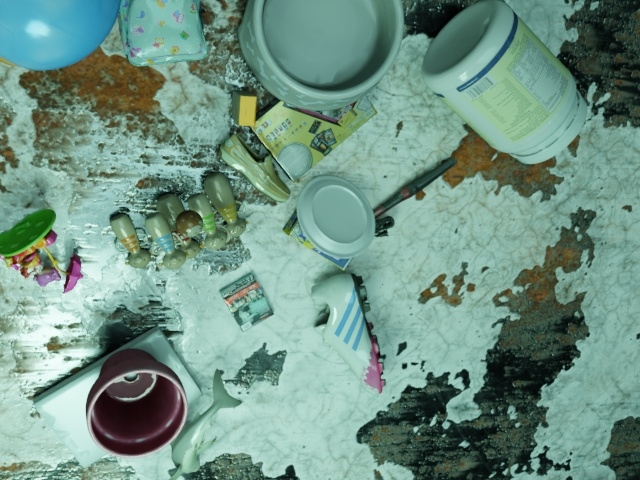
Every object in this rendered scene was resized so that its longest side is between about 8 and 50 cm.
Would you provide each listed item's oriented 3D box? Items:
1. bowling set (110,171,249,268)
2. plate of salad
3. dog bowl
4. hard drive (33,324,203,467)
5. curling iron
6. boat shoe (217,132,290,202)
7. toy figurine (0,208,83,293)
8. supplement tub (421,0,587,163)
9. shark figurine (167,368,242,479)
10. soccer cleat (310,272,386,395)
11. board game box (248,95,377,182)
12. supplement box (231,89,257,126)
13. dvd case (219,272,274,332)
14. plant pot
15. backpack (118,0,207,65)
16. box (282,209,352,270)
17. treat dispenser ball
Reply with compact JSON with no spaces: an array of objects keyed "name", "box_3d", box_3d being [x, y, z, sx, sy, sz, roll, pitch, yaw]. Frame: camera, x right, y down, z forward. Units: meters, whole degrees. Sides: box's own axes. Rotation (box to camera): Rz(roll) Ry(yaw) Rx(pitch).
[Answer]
[{"name":"bowling set","box_3d":[-0.280,-0.006,1.519,0.287,0.200,0.154,-24,115,-7]},{"name":"plate of salad","box_3d":[0.033,-0.051,1.655,0.200,0.048,0.199,11,65,-25]},{"name":"dog bowl","box_3d":[0.010,-0.439,1.493,0.349,0.102,0.348,-2,100,-14]},{"name":"hard drive","box_3d":[-0.447,0.351,1.659,0.308,0.040,0.203,-31,115,-8]},{"name":"curling iron","box_3d":[0.213,-0.105,1.747,0.274,0.035,0.068,-42,120,-2]},{"name":"boat shoe","box_3d":[-0.128,-0.156,1.580,0.190,0.068,0.072,36,110,-26]},{"name":"toy figurine","box_3d":[-0.560,0.045,1.489,0.173,0.130,0.159,-22,125,12]},{"name":"supplement tub","box_3d":[0.407,-0.341,1.626,0.325,0.235,0.235,36,93,-26]},{"name":"shark figurine","box_3d":[-0.303,0.432,1.676,0.166,0.116,0.278,-21,143,-58]},{"name":"soccer cleat","box_3d":[0.063,0.231,1.776,0.143,0.116,0.331,-14,110,2]},{"name":"board game box","box_3d":[-0.017,-0.267,1.606,0.243,0.042,0.165,-40,116,-3]},{"name":"supplement box","box_3d":[-0.157,-0.273,1.522,0.036,0.098,0.062,0,109,-16]},{"name":"dvd case","box_3d":[-0.169,0.144,1.704,0.087,0.013,0.119,-30,114,-8]},{"name":"plant pot","box_3d":[-0.390,0.321,1.546,0.201,0.180,0.201,-6,108,-18]},{"name":"backpack","box_3d":[-0.301,-0.431,1.396,0.166,0.144,0.188,-8,107,-11]},{"name":"box","box_3d":[0.000,0.000,1.694,0.169,0.054,0.059,32,95,-26]},{"name":"treat dispenser ball","box_3d":[-0.484,-0.433,1.246,0.288,0.288,0.288,-6,109,-18]}]
